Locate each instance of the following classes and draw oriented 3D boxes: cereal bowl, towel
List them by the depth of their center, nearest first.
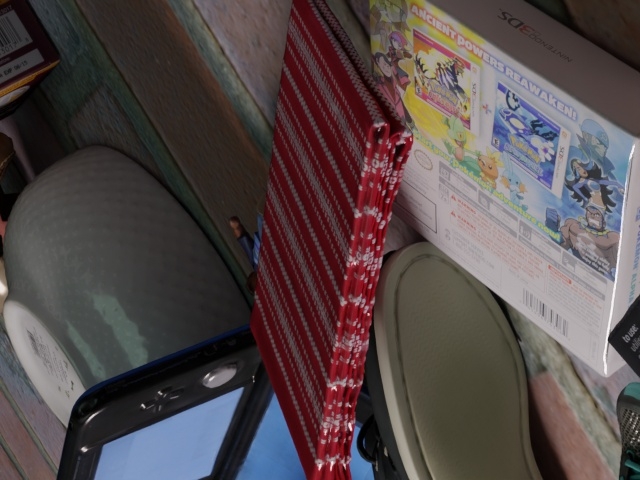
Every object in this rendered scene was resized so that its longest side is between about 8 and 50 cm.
[{"bbox_3d":[0.000,0.000,1.014,0.199,0.031,0.275,-116,29,-53],"label":"towel"},{"bbox_3d":[-0.194,0.089,1.501,0.339,0.141,0.339,41,151,29],"label":"cereal bowl"}]

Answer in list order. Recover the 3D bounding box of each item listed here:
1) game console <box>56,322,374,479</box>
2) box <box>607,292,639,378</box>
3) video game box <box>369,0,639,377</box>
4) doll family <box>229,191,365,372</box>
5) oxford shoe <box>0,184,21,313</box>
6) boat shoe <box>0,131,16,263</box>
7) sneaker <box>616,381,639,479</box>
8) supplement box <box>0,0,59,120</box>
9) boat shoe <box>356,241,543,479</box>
[{"bbox_3d":[-0.064,0.208,1.282,0.173,0.250,0.293,57,151,23],"label":"game console"},{"bbox_3d":[0.246,0.007,0.620,0.163,0.142,0.247,50,153,18],"label":"box"},{"bbox_3d":[0.108,-0.048,0.911,0.205,0.048,0.187,40,151,34],"label":"video game box"},{"bbox_3d":[0.009,0.041,1.169,0.193,0.076,0.111,53,159,21],"label":"doll family"},{"bbox_3d":[-0.401,-0.071,1.664,0.123,0.130,0.348,-114,0,-75],"label":"oxford shoe"},{"bbox_3d":[-0.355,0.003,1.580,0.104,0.111,0.307,38,133,-5],"label":"boat shoe"},{"bbox_3d":[0.200,0.163,0.952,0.065,0.076,0.167,16,132,53],"label":"sneaker"},{"bbox_3d":[-0.327,-0.154,1.502,0.081,0.104,0.188,60,155,-3],"label":"supplement box"},{"bbox_3d":[0.083,0.147,1.087,0.113,0.127,0.340,5,133,45],"label":"boat shoe"}]
